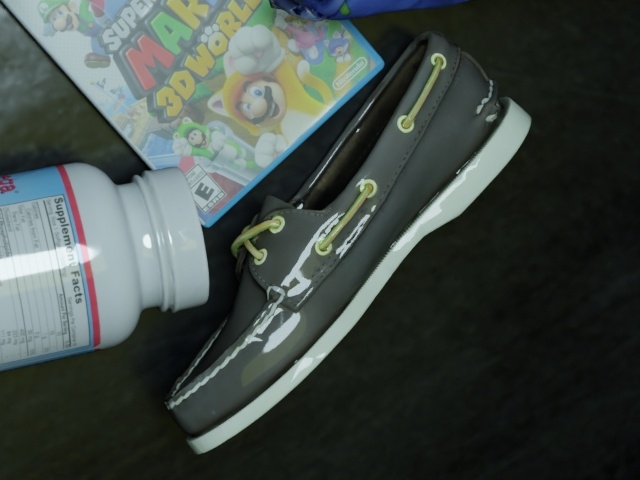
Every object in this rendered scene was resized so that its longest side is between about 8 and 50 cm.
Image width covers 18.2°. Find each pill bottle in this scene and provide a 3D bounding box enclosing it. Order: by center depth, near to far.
[{"bbox_3d":[-0.135,0.013,0.898,0.160,0.087,0.087,-12,100,-13],"label":"pill bottle"}]

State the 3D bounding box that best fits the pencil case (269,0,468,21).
[{"bbox_3d":[0.126,-0.170,0.916,0.306,0.133,0.119,-6,137,-14],"label":"pencil case"}]

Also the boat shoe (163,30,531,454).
[{"bbox_3d":[0.000,0.000,0.939,0.069,0.081,0.228,45,78,-13],"label":"boat shoe"}]

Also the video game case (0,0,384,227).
[{"bbox_3d":[-0.065,-0.106,0.937,0.119,0.015,0.166,-43,105,-5],"label":"video game case"}]
